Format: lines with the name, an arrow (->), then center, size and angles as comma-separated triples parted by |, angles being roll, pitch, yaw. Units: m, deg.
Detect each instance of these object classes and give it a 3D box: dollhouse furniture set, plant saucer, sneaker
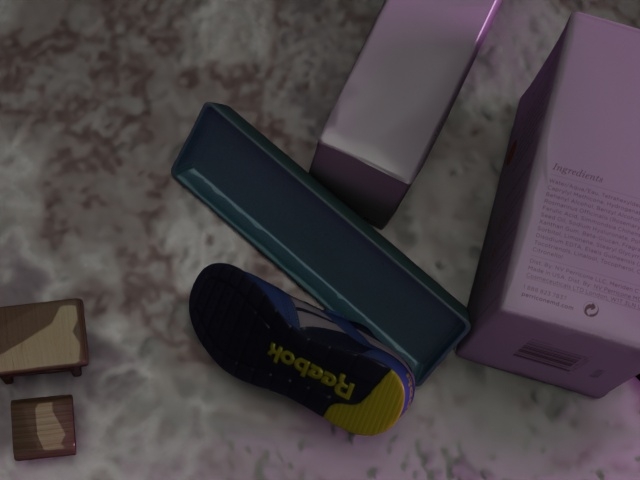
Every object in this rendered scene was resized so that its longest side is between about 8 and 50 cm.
dollhouse furniture set -> -0.194, 0.125, 0.696 | 0.161, 0.101, 0.182 | -7, 76, -7
plant saucer -> 0.000, 0.000, 0.771 | 0.192, 0.067, 0.018 | 40, 46, 6
sneaker -> -0.010, 0.060, 0.760 | 0.144, 0.059, 0.053 | 32, 106, 20

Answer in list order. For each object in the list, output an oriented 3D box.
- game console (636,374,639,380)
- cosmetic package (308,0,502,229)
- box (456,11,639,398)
game console -> 0.315, -0.043, 0.786 | 0.361, 0.044, 0.213 | -44, 53, -2
cosmetic package -> 0.068, -0.131, 0.791 | 0.060, 0.099, 0.239 | 25, 75, 2
box -> 0.147, -0.015, 0.750 | 0.091, 0.130, 0.170 | 16, 75, 0
